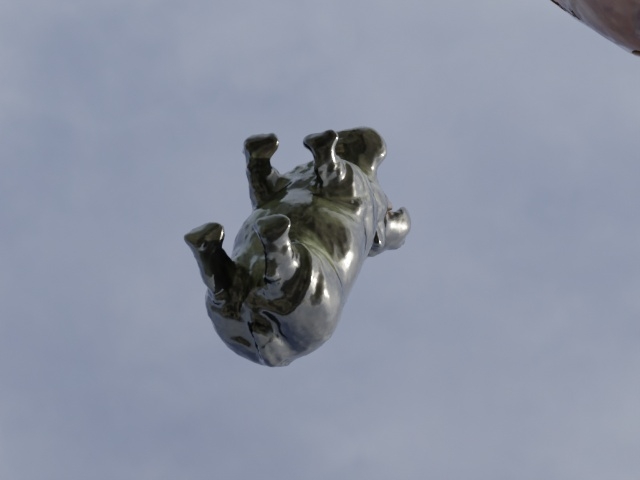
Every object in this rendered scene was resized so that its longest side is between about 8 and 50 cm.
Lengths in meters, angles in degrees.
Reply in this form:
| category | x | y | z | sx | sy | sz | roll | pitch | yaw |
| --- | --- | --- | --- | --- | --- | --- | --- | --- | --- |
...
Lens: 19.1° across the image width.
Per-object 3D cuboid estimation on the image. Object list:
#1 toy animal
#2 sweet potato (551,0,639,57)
| category | x | y | z | sx | sy | sz | roll | pitch | yaw |
| --- | --- | --- | --- | --- | --- | --- | --- | --- | --- |
| toy animal | -0.001 | -0.017 | 1.617 | 0.106 | 0.168 | 0.343 | -4 | -163 | 22 |
| sweet potato | 0.037 | -0.094 | 0.360 | 0.056 | 0.056 | 0.195 | -22 | -124 | -3 |
